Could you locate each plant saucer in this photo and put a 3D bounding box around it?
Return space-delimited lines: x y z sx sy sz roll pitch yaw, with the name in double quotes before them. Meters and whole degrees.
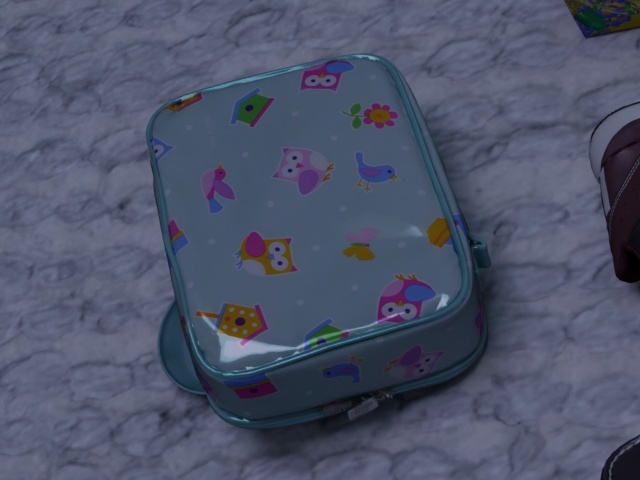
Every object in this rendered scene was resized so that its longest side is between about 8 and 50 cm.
"plant saucer" -0.067 0.069 1.405 0.119 0.021 0.119 -14 53 19

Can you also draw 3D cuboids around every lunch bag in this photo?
"lunch bag" 0.000 0.000 1.342 0.224 0.108 0.279 -14 54 -3

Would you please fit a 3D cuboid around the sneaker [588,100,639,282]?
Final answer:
"sneaker" 0.316 -0.030 1.219 0.281 0.106 0.162 -17 56 32

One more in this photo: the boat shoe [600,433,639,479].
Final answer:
"boat shoe" 0.301 0.113 1.119 0.285 0.092 0.102 -14 51 19

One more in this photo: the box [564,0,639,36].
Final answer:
"box" 0.309 -0.337 1.372 0.290 0.177 0.279 -9 55 25
